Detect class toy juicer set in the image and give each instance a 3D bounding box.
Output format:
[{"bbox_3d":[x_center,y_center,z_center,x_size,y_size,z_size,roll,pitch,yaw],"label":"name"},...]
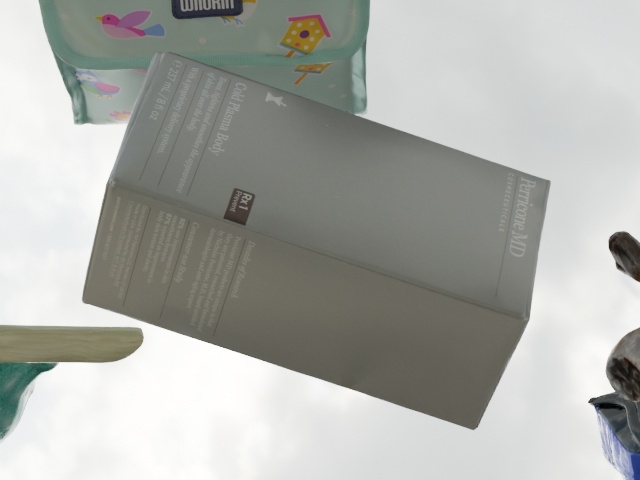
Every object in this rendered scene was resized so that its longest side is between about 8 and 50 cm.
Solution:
[{"bbox_3d":[-0.304,0.106,1.396,0.209,0.089,0.329,17,-42,-36],"label":"toy juicer set"}]

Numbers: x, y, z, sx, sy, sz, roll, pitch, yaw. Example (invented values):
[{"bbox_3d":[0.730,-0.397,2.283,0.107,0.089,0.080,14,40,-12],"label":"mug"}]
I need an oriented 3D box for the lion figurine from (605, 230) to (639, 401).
[{"bbox_3d":[0.348,0.105,1.070,0.240,0.142,0.392,-32,-99,-36],"label":"lion figurine"}]

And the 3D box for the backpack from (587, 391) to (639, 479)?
[{"bbox_3d":[0.278,0.167,1.505,0.098,0.120,0.101,-20,-75,-2],"label":"backpack"}]

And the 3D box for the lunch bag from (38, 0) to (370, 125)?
[{"bbox_3d":[-0.074,-0.180,1.283,0.223,0.262,0.160,-1,-108,-1],"label":"lunch bag"}]

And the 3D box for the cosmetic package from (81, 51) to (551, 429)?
[{"bbox_3d":[0.000,0.000,1.073,0.238,0.127,0.107,15,-48,-2],"label":"cosmetic package"}]
